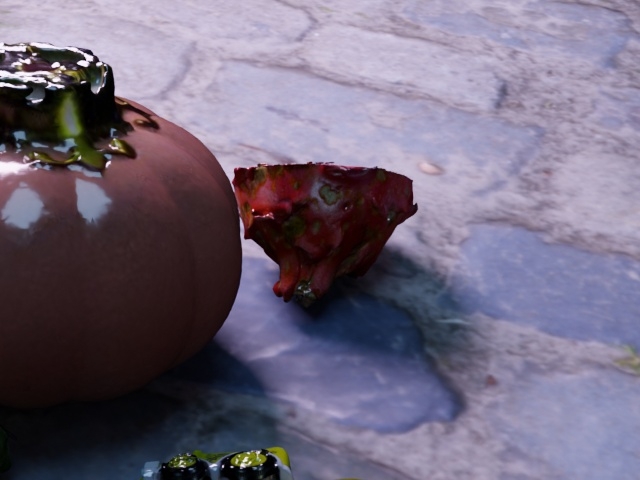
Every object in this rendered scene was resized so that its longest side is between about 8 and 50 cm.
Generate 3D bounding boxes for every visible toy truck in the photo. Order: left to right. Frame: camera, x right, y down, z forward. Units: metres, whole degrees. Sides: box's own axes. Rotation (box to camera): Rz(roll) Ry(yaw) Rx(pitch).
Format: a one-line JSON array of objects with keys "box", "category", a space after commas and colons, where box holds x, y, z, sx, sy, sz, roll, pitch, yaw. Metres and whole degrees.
[{"box": [-0.071, 0.167, 1.085, 0.111, 0.076, 0.077, -3, 16, 1], "category": "toy truck"}]

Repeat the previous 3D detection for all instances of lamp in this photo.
[{"box": [-0.203, -0.018, 1.200, 0.305, 0.239, 0.305, 3, 24, -2], "category": "lamp"}]

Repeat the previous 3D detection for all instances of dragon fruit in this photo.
[{"box": [0.000, 0.000, 1.327, 0.153, 0.110, 0.153, 6, -6, 1], "category": "dragon fruit"}]

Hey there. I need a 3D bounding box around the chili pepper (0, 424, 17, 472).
[{"box": [-0.286, 0.191, 1.062, 0.088, 0.059, 0.227, 13, 38, 15], "category": "chili pepper"}]

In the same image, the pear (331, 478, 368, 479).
[{"box": [0.013, 0.201, 1.000, 0.141, 0.104, 0.141, -2, 29, 1], "category": "pear"}]
